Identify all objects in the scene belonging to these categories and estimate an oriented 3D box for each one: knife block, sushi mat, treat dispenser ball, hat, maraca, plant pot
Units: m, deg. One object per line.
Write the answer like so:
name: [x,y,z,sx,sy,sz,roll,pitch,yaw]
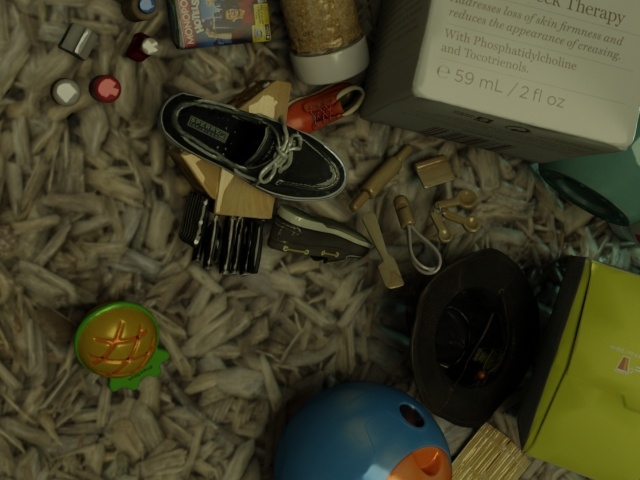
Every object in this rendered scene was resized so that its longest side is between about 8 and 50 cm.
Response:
knife block: [-0.111,-0.083,1.475,0.276,0.088,0.242,-40,113,-12]
sushi mat: [0.259,0.497,1.780,0.151,0.019,0.316,44,81,-23]
treat dispenser ball: [0.067,0.372,1.525,0.288,0.288,0.288,-4,101,-23]
hat: [0.232,0.154,1.638,0.331,0.134,0.331,-12,109,-37]
maraca: [-0.300,0.162,1.437,0.127,0.099,0.185,-29,135,-8]
plant pot: [0.515,-0.168,1.625,0.293,0.293,0.235,34,89,-25]

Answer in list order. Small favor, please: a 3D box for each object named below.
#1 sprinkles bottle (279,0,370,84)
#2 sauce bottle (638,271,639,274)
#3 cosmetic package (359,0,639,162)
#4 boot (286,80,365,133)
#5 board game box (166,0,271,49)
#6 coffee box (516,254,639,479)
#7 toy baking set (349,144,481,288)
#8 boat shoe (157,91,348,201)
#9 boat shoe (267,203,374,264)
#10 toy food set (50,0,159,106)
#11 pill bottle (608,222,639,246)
sprinkles bottle: [-0.019,-0.415,1.401,0.121,0.121,0.355,-25,119,-18]
sauce bottle: [0.775,0.144,1.889,0.344,0.111,0.111,19,92,-24]
cosmetic package: [0.281,-0.348,1.414,0.329,0.327,0.393,12,89,-10]
boot: [-0.003,-0.205,1.502,0.158,0.084,0.059,-34,113,-13]
board game box: [-0.181,-0.385,1.403,0.194,0.060,0.194,-10,104,-21]
coffee box: [0.549,0.235,1.618,0.338,0.334,0.338,18,92,10]
toy baking set: [0.151,-0.046,1.553,0.197,0.030,0.256,41,66,16]
boat shoe: [-0.082,-0.133,1.370,0.306,0.105,0.113,27,88,-25]
boat shoe: [0.000,0.000,1.523,0.228,0.081,0.068,18,103,-49]
toy food set: [-0.296,-0.285,1.346,0.111,0.104,0.232,29,87,-25]
pill bottle: [0.663,-0.042,1.710,0.160,0.283,0.160,-4,101,-23]
